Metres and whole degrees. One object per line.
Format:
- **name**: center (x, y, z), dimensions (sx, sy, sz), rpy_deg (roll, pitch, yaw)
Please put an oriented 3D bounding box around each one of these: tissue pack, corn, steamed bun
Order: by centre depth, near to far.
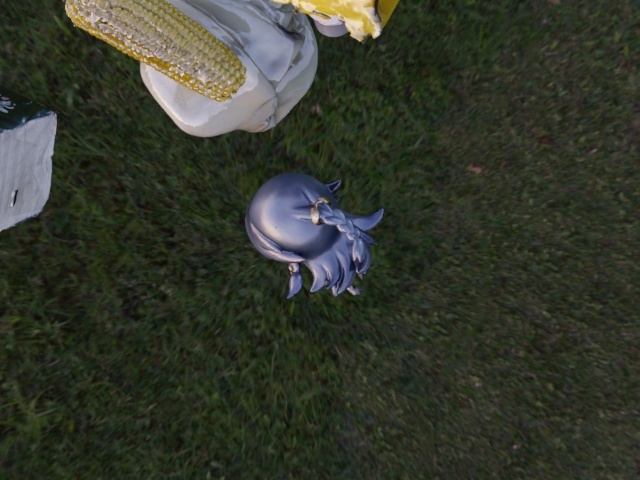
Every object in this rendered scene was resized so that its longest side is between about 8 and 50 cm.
- **tissue pack**: center (-0.300, -0.088, 0.632), dimensions (0.170, 0.090, 0.103), rpy_deg (28, 122, 9)
- **corn**: center (-0.263, -0.331, 1.287), dimensions (0.318, 0.115, 0.115), rpy_deg (28, 88, -18)
- **steamed bun**: center (-0.161, -0.383, 1.514), dimensions (0.255, 0.368, 0.342), rpy_deg (-39, 76, 31)

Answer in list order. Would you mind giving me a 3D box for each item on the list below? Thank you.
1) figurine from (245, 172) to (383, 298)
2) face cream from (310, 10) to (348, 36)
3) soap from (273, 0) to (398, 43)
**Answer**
- **figurine**: center (-0.008, -0.014, 1.477), dimensions (0.265, 0.175, 0.197), rpy_deg (19, 127, -10)
- **face cream**: center (0.010, -0.403, 1.242), dimensions (0.092, 0.311, 0.092), rpy_deg (-2, 75, 8)
- **soap**: center (0.027, -0.374, 0.907), dimensions (0.204, 0.096, 0.324), rpy_deg (21, 50, 4)
